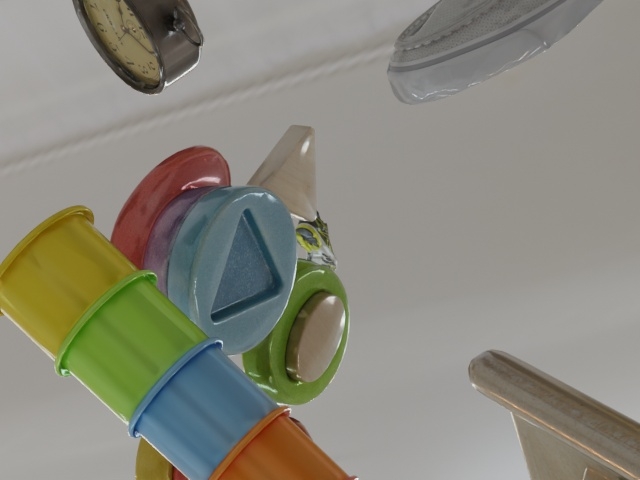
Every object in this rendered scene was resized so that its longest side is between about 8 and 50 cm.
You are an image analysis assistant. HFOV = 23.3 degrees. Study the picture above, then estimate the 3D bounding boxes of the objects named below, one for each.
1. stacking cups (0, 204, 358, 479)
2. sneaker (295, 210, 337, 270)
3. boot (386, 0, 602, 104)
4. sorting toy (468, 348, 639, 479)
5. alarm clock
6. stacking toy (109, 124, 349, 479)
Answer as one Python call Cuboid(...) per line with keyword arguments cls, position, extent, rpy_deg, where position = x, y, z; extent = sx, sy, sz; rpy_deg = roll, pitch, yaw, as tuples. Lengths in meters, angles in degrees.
Cuboid(cls="stacking cups", position=(-0.075, 0.117, 0.980), extent=(0.096, 0.096, 0.316), rpy_deg=(-43, -103, -13))
Cuboid(cls="sneaker", position=(0.000, 0.000, 1.531), extent=(0.031, 0.083, 0.035), rpy_deg=(4, -121, 22))
Cuboid(cls="boot", position=(0.127, -0.194, 0.912), extent=(0.258, 0.123, 0.095), rpy_deg=(-35, -157, -12))
Cuboid(cls="sorting toy", position=(0.116, 0.138, 0.377), extent=(0.038, 0.208, 0.193), rpy_deg=(-32, -154, -17))
Cuboid(cls="alarm clock", position=(-0.149, -0.192, 1.354), extent=(0.064, 0.129, 0.192), rpy_deg=(-36, -152, -20))
Cuboid(cls="stacking toy", position=(-0.029, 0.067, 1.269), extent=(0.130, 0.309, 0.279), rpy_deg=(11, -149, 34))
